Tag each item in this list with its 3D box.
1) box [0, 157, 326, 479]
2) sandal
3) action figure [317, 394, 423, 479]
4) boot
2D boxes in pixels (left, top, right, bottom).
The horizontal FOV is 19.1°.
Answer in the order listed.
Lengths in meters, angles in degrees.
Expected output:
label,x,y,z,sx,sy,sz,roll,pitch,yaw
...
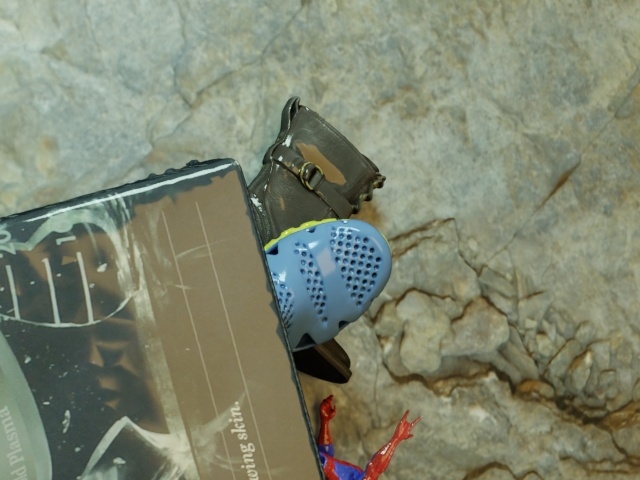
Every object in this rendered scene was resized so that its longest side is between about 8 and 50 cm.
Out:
label,x,y,z,sx,sy,sz,roll,pitch,yaw
box,-0.246,0.219,1.584,0.472,0.297,0.480,-16,93,-9
sandal,-0.067,0.079,1.932,0.317,0.138,0.126,-29,97,-6
action figure,-0.008,0.201,2.059,0.280,0.091,0.139,34,80,-28
boot,0.000,0.000,2.086,0.263,0.091,0.229,51,61,-19
